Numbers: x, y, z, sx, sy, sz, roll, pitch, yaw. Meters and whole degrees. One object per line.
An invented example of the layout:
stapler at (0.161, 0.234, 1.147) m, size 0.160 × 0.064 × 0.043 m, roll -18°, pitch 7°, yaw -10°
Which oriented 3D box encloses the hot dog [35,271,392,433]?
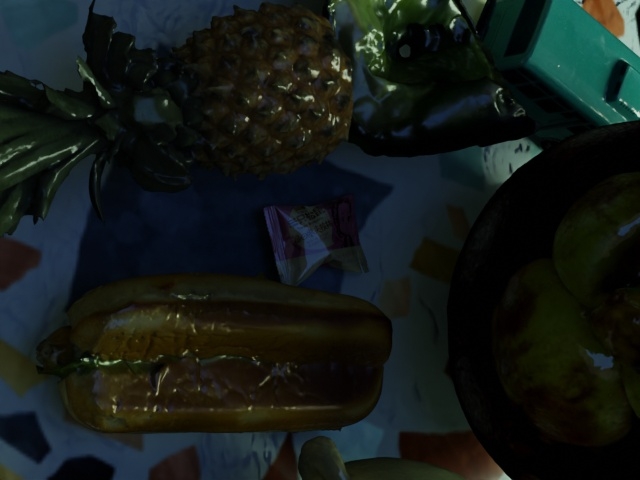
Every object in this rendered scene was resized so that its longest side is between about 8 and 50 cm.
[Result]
hot dog at (-0.065, 0.069, 0.977) m, size 0.250 × 0.076 × 0.104 m, roll 2°, pitch 105°, yaw -33°

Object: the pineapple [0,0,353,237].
pineapple at (-0.113, -0.069, 0.929) m, size 0.277 × 0.119 × 0.130 m, roll -13°, pitch 138°, yaw -35°

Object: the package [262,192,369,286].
package at (0.000, 0.000, 1.053) m, size 0.083 × 0.029 × 0.059 m, roll -12°, pitch 90°, yaw -42°

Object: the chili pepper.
chili pepper at (0.043, -0.184, 1.059) m, size 0.148 × 0.116 × 0.265 m, roll -15°, pitch 95°, yaw -25°

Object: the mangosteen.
mangosteen at (0.241, 0.049, 1.053) m, size 0.297 × 0.313 × 0.297 m, roll 12°, pitch 56°, yaw -18°

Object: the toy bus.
toy bus at (0.191, -0.115, 1.162) m, size 0.160 × 0.091 × 0.079 m, roll 34°, pitch 69°, yaw -30°

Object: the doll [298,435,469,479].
doll at (0.014, 0.305, 0.927) m, size 0.247 × 0.247 × 0.350 m, roll 18°, pitch 92°, yaw -34°
